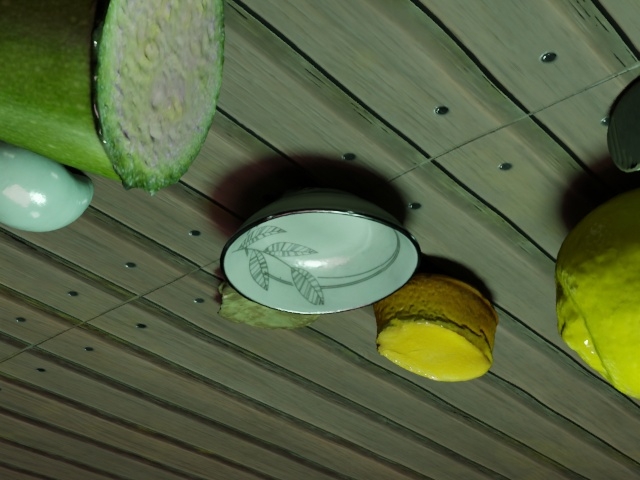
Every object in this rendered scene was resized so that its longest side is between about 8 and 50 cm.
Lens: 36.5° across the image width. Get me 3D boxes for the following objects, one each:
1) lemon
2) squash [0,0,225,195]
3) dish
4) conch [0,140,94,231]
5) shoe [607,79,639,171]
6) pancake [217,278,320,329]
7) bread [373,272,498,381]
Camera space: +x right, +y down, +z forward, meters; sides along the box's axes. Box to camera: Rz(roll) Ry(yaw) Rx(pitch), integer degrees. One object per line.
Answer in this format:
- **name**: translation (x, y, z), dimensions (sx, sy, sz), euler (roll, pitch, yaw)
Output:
- **lemon**: translation (0.518, 0.072, 1.436), dimensions (0.348, 0.348, 0.348), euler (1, 148, 1)
- **squash**: translation (-0.302, -0.219, 1.075), dimensions (0.308, 0.310, 0.310), euler (9, 150, 17)
- **dish**: translation (0.000, 0.000, 1.542), dimensions (0.316, 0.106, 0.316), euler (-1, 147, -1)
- **conch**: translation (-0.443, -0.077, 1.444), dimensions (0.185, 0.121, 0.221), euler (15, 166, 39)
- **shoe**: translation (0.487, -0.177, 1.250), dimensions (0.098, 0.103, 0.275), euler (6, 152, -33)
- **pancake**: translation (-0.087, 0.105, 1.766), dimensions (0.222, 0.042, 0.236), euler (-10, 149, 10)
- **bread**: translation (0.206, 0.150, 1.730), dimensions (0.195, 0.143, 0.269), euler (-20, 140, 34)
